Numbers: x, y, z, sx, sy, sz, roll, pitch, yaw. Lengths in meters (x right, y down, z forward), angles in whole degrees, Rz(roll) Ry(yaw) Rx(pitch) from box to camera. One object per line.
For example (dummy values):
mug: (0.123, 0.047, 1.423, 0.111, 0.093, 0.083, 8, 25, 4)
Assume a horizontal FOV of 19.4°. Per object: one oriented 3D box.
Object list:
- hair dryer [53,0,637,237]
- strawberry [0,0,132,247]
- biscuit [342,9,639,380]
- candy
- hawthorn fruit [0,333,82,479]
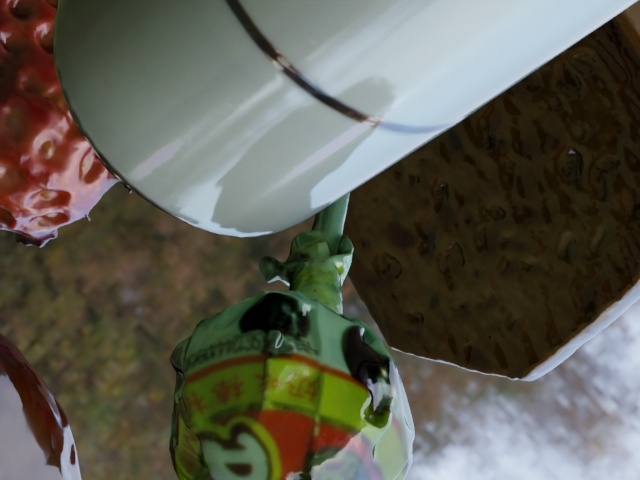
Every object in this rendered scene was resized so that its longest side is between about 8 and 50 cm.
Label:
hair dryer: (0.023, -0.193, 0.662, 0.203, 0.128, 0.362, -33, -138, 46)
strawberry: (-0.266, -0.127, 1.239, 0.253, 0.150, 0.280, -20, -125, 16)
biscuit: (0.136, -0.063, 1.505, 0.046, 0.359, 0.359, -4, 156, -49)
candy: (0.000, 0.000, 0.723, 0.083, 0.091, 0.305, -10, -146, 15)
hawthorn fruit: (-0.285, 0.166, 1.147, 0.308, 0.308, 0.325, -50, 180, -26)
